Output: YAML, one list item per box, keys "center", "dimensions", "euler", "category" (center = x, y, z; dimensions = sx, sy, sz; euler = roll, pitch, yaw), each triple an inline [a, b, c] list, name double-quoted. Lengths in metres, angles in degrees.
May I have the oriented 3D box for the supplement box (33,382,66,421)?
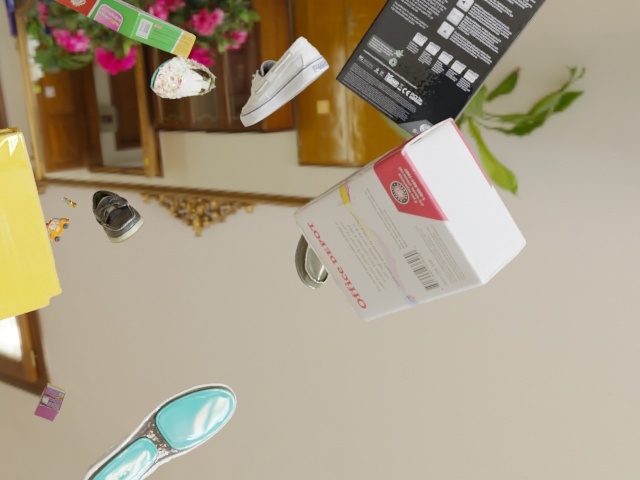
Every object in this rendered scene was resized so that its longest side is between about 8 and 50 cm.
- center: [-0.704, 0.421, 1.981]
  dimensions: [0.055, 0.043, 0.083]
  euler: [27, -155, -16]
  category: "supplement box"

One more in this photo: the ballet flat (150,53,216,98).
- center: [-0.268, -0.329, 1.543]
  dimensions: [0.077, 0.091, 0.241]
  euler: [22, -161, 2]
  category: "ballet flat"

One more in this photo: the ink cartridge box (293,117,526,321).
- center: [0.127, -0.021, 1.183]
  dimensions: [0.131, 0.226, 0.306]
  euler: [-36, -174, -34]
  category: "ink cartridge box"

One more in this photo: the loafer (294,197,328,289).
- center: [0.000, 0.000, 1.953]
  dimensions: [0.094, 0.251, 0.087]
  euler: [18, 160, -34]
  category: "loafer"

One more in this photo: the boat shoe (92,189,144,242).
- center: [-0.425, -0.055, 1.550]
  dimensions: [0.080, 0.073, 0.223]
  euler: [-41, -153, -12]
  category: "boat shoe"

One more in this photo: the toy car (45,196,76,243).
- center: [-0.546, -0.044, 1.583]
  dimensions: [0.040, 0.060, 0.122]
  euler: [33, -161, -24]
  category: "toy car"

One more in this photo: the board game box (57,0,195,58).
- center: [-0.508, -0.569, 1.912]
  dimensions: [0.316, 0.064, 0.242]
  euler: [29, -168, 21]
  category: "board game box"

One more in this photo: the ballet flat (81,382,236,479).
- center: [-0.381, 0.453, 1.750]
  dimensions: [0.400, 0.139, 0.139]
  euler: [-35, -152, -27]
  category: "ballet flat"

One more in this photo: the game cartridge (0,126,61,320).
- center: [-0.605, -0.003, 1.261]
  dimensions: [0.285, 0.324, 0.052]
  euler: [-18, -151, -27]
  category: "game cartridge"

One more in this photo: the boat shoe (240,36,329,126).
- center: [-0.091, -0.310, 1.496]
  dimensions: [0.096, 0.088, 0.267]
  euler: [-41, -171, -34]
  category: "boat shoe"

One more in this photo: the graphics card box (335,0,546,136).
- center: [0.224, -0.380, 1.373]
  dimensions: [0.232, 0.371, 0.094]
  euler: [35, -158, -1]
  category: "graphics card box"
